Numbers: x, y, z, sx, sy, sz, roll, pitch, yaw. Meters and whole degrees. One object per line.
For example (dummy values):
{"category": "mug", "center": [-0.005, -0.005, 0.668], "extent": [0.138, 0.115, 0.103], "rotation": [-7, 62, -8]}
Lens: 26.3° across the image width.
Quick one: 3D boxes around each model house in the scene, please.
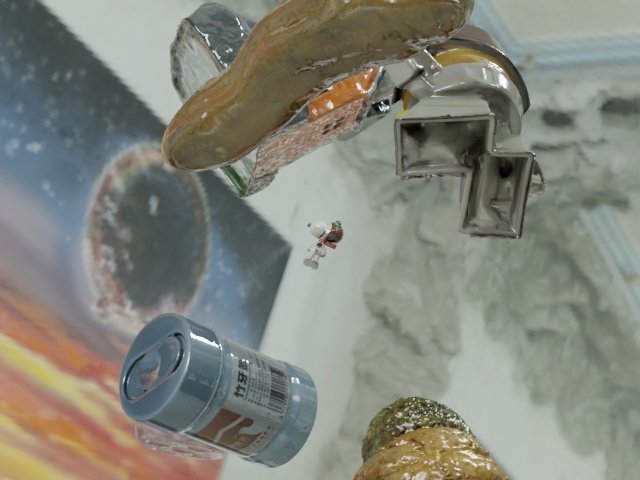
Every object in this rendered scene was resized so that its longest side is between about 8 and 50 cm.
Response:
{"category": "model house", "center": [-0.008, -0.210, 1.666], "extent": [0.300, 0.190, 0.271], "rotation": [-24, -11, -14]}

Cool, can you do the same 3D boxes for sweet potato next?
{"category": "sweet potato", "center": [-0.008, -0.085, 0.630], "extent": [0.182, 0.053, 0.054], "rotation": [-28, -76, 31]}

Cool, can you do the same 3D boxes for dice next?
{"category": "dice", "center": [-0.131, 0.164, 1.366], "extent": [0.091, 0.093, 0.094], "rotation": [8, -18, 5]}

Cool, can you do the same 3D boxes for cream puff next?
{"category": "cream puff", "center": [0.104, 0.249, 1.444], "extent": [0.183, 0.169, 0.183], "rotation": [-9, -49, -10]}

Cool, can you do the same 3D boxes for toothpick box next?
{"category": "toothpick box", "center": [-0.090, 0.136, 1.225], "extent": [0.153, 0.101, 0.101], "rotation": [27, -25, -36]}

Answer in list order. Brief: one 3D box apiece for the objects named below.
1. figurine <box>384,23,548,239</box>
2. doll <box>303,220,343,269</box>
{"category": "figurine", "center": [0.154, -0.141, 1.495], "extent": [0.143, 0.309, 0.308], "rotation": [-21, -39, 17]}
{"category": "doll", "center": [0.005, 0.004, 2.134], "extent": [0.058, 0.085, 0.040], "rotation": [6, -32, 0]}
